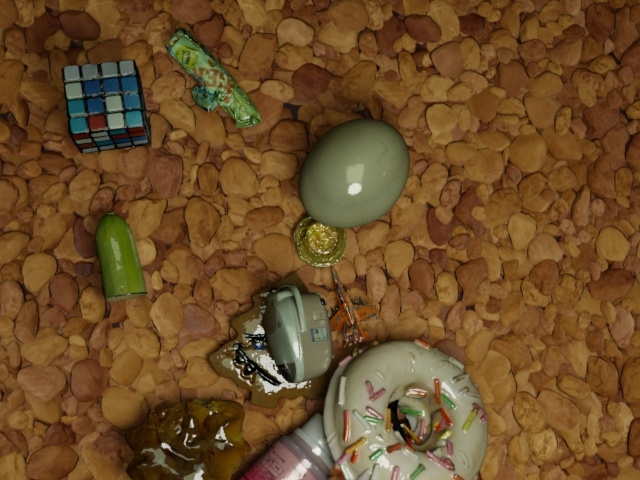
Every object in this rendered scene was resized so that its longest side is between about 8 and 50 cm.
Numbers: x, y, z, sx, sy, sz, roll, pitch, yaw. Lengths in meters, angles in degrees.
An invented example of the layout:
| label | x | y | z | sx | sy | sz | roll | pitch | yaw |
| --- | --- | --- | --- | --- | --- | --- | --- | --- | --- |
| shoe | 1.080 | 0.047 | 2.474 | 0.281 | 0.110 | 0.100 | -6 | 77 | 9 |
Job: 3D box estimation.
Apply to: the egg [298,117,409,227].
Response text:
| label | x | y | z | sx | sy | sz | roll | pitch | yaw |
| --- | --- | --- | --- | --- | --- | --- | --- | --- | --- |
| egg | 0.075 | -0.145 | 1.635 | 0.219 | 0.219 | 0.269 | 41 | 85 | -2 |

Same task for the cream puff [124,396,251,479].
| label | x | y | z | sx | sy | sz | roll | pitch | yaw |
| --- | --- | --- | --- | --- | --- | --- | --- | --- | --- |
| cream puff | -0.266 | 0.433 | 1.560 | 0.269 | 0.155 | 0.241 | -43 | 86 | -4 |

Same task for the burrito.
| label | x | y | z | sx | sy | sz | roll | pitch | yaw |
| --- | --- | --- | --- | --- | --- | --- | --- | --- | --- |
| burrito | -0.252 | -0.352 | 1.690 | 0.104 | 0.054 | 0.288 | -44 | 91 | -10 |

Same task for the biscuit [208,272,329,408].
| label | x | y | z | sx | sy | sz | roll | pitch | yaw |
| --- | --- | --- | --- | --- | --- | --- | --- | --- | --- |
| biscuit | -0.097 | 0.217 | 1.657 | 0.278 | 0.043 | 0.302 | 11 | 82 | -7 |

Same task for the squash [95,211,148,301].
| label | x | y | z | sx | sy | sz | roll | pitch | yaw |
| --- | --- | --- | --- | --- | --- | --- | --- | --- | --- |
| squash | -0.432 | 0.033 | 1.608 | 0.095 | 0.095 | 0.188 | -10 | 81 | -9 |

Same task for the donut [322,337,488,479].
| label | x | y | z | sx | sy | sz | roll | pitch | yaw |
| --- | --- | --- | --- | --- | --- | --- | --- | --- | --- |
| donut | 0.186 | 0.375 | 1.567 | 0.382 | 0.142 | 0.383 | 12 | 57 | -18 |

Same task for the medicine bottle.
| label | x | y | z | sx | sy | sz | roll | pitch | yaw |
| --- | --- | --- | --- | --- | --- | --- | --- | --- | --- |
| medicine bottle | -0.060 | 0.486 | 1.581 | 0.247 | 0.147 | 0.147 | -42 | 91 | -16 |

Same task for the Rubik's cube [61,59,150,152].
| label | x | y | z | sx | sy | sz | roll | pitch | yaw |
| --- | --- | --- | --- | --- | --- | --- | --- | --- | --- |
| Rubik's cube | -0.454 | -0.283 | 1.603 | 0.154 | 0.155 | 0.151 | -8 | 83 | -10 |

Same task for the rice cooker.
| label | x | y | z | sx | sy | sz | roll | pitch | yaw |
| --- | --- | --- | --- | --- | --- | --- | --- | --- | --- |
| rice cooker | -0.046 | 0.195 | 1.577 | 0.127 | 0.145 | 0.207 | -1 | 79 | -24 |

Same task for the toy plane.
| label | x | y | z | sx | sy | sz | roll | pitch | yaw |
| --- | --- | --- | --- | --- | --- | --- | --- | --- | --- |
| toy plane | 0.060 | 0.147 | 1.681 | 0.135 | 0.062 | 0.188 | -23 | 68 | 16 |

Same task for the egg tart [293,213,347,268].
| label | x | y | z | sx | sy | sz | roll | pitch | yaw |
| --- | --- | --- | --- | --- | --- | --- | --- | --- | --- |
| egg tart | 0.000 | 0.000 | 1.692 | 0.130 | 0.052 | 0.131 | 1 | 86 | -11 |

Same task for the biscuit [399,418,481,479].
| label | x | y | z | sx | sy | sz | roll | pitch | yaw |
| --- | --- | --- | --- | --- | --- | --- | --- | --- | --- |
| biscuit | 0.216 | 0.548 | 1.671 | 0.305 | 0.038 | 0.306 | 1 | 83 | -9 |
